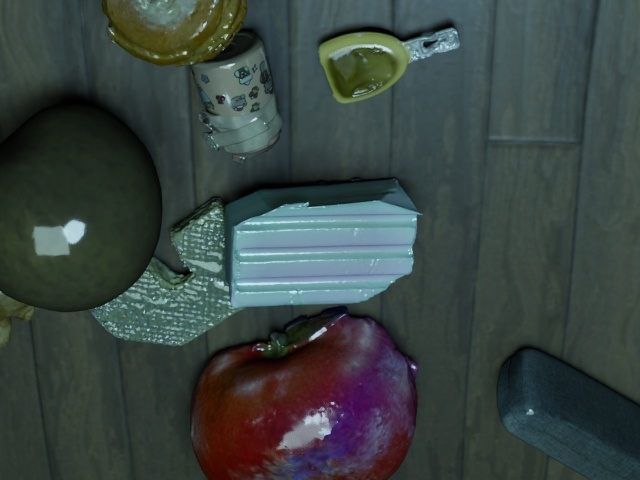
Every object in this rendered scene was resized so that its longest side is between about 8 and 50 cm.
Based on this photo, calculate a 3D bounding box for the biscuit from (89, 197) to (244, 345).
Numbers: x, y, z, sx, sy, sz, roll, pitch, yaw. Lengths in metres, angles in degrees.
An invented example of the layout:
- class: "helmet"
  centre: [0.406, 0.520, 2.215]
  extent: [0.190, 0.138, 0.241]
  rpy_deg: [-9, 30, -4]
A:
- class: "biscuit"
  centre: [-0.184, 0.058, 1.565]
  extent: [0.250, 0.046, 0.147]
  rpy_deg: [-31, 115, 18]

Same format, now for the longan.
- class: "longan"
  centre: [-0.304, -0.041, 1.415]
  extent: [0.248, 0.248, 0.248]
  rpy_deg: [1, 120, 2]

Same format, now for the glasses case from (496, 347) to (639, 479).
- class: "glasses case"
  centre: [0.383, 0.264, 1.615]
  extent: [0.323, 0.131, 0.074]
  rpy_deg: [30, 123, -14]

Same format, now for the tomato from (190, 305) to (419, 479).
- class: "tomato"
  centre: [-0.012, 0.271, 1.612]
  extent: [0.335, 0.176, 0.290]
  rpy_deg: [-19, 121, 11]

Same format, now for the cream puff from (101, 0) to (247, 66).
- class: "cream puff"
  centre: [-0.161, -0.268, 1.330]
  extent: [0.165, 0.115, 0.150]
  rpy_deg: [33, 100, 7]

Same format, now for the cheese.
- class: "cheese"
  centre: [0.084, -0.217, 1.400]
  extent: [0.162, 0.036, 0.086]
  rpy_deg: [-15, 120, 11]

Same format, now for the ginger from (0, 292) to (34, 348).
- class: "ginger"
  centre: [-0.437, 0.060, 1.532]
  extent: [0.270, 0.123, 0.219]
  rpy_deg: [2, 117, 0]

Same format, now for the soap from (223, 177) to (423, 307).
- class: "soap"
  centre: [0.000, 0.000, 1.475]
  extent: [0.230, 0.091, 0.145]
  rpy_deg: [-1, 116, -11]

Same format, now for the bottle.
- class: "bottle"
  centre: [-0.096, -0.161, 1.408]
  extent: [0.099, 0.099, 0.152]
  rpy_deg: [-9, 123, 7]
